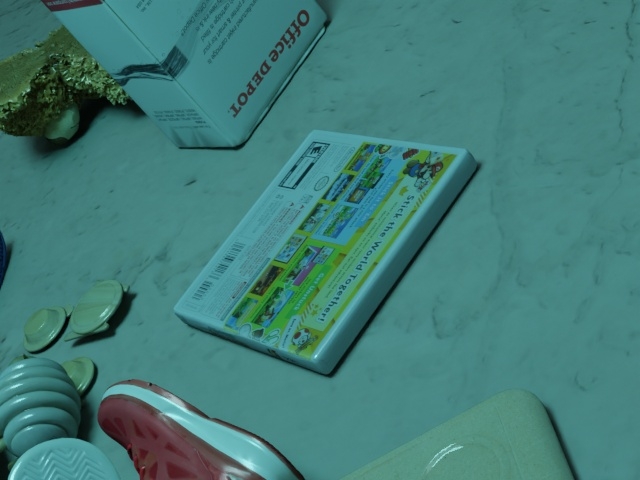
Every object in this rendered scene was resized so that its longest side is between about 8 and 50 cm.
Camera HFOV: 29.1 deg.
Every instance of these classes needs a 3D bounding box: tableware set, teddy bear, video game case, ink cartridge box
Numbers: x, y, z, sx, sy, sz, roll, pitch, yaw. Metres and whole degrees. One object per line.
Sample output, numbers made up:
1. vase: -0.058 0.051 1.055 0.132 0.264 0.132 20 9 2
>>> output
1. tableware set: -0.256 0.108 1.191 0.141 0.020 0.168 -12 45 35
2. teddy bear: -0.254 -0.228 1.507 0.245 0.113 0.338 17 55 42
3. video game case: 0.000 0.000 1.069 0.206 0.026 0.227 13 60 49
4. ink cartridge box: -0.147 -0.254 1.272 0.114 0.273 0.197 4 53 49

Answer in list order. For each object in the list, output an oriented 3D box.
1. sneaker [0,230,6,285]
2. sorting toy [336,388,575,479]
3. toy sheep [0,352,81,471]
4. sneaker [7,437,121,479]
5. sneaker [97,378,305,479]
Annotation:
1. sneaker: -0.413 0.071 1.322 0.090 0.081 0.232 -12 44 24
2. sorting toy: 0.070 0.206 0.772 0.208 0.038 0.193 -27 37 11
3. toy sheep: -0.253 0.154 1.084 0.091 0.091 0.132 -33 50 10
4. sneaker: -0.141 0.294 0.819 0.108 0.169 0.292 -10 64 -19
5. sneaker: -0.125 0.187 0.926 0.221 0.087 0.128 8 56 49
